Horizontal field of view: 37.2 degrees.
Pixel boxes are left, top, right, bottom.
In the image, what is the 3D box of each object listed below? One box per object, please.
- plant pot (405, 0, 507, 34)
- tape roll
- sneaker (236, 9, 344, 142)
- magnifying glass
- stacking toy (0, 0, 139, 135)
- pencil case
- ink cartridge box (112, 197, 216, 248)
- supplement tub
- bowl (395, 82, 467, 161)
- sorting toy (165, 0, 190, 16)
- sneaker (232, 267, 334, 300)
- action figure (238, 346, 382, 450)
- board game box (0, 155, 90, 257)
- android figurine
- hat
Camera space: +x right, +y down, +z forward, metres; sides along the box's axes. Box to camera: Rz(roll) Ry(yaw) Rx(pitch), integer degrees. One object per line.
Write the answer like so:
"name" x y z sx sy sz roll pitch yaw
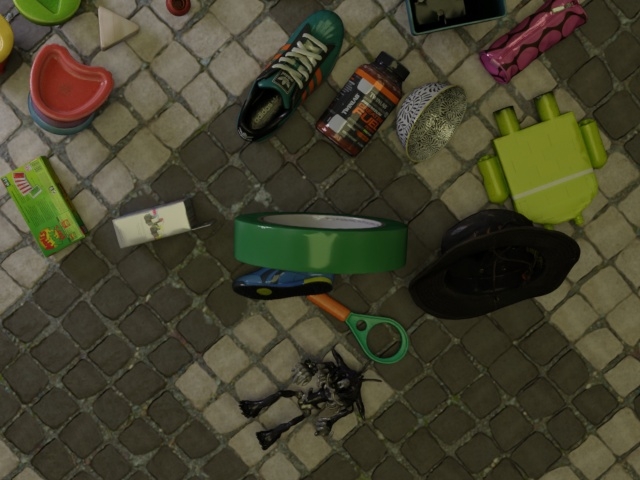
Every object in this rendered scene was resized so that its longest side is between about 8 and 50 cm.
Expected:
"plant pot" 0.228 -0.463 1.746 0.165 0.234 0.166 -11 96 2
"tape roll" 0.000 0.000 1.762 0.321 0.321 0.077 2 98 0
"sneaker" -0.054 -0.311 1.824 0.108 0.121 0.302 35 96 -4
"magnifying glass" 0.075 0.167 1.925 0.231 0.026 0.092 33 81 1
"stacking toy" -0.531 -0.370 1.853 0.309 0.130 0.279 36 70 -7
"pencil case" 0.406 -0.392 1.823 0.209 0.098 0.095 -40 95 6
"ink cartridge box" -0.304 -0.040 1.868 0.181 0.104 0.062 -14 97 1
"supplement tub" 0.086 -0.267 1.836 0.106 0.106 0.198 37 96 -4
"bowl" 0.198 -0.243 1.832 0.080 0.170 0.170 40 97 28
"sorting toy" -0.269 -0.484 1.849 0.061 0.042 0.102 34 84 -19
"sneaker" -0.073 0.068 1.909 0.209 0.069 0.082 -7 62 11
"action figure" -0.014 0.319 1.896 0.275 0.141 0.164 -26 85 5
"board game box" -0.547 -0.067 1.896 0.092 0.043 0.181 -28 96 4
"android figurine" 0.442 -0.146 1.874 0.248 0.056 0.273 -22 96 3
"hat" 0.323 0.021 1.838 0.331 0.331 0.134 -12 59 2
